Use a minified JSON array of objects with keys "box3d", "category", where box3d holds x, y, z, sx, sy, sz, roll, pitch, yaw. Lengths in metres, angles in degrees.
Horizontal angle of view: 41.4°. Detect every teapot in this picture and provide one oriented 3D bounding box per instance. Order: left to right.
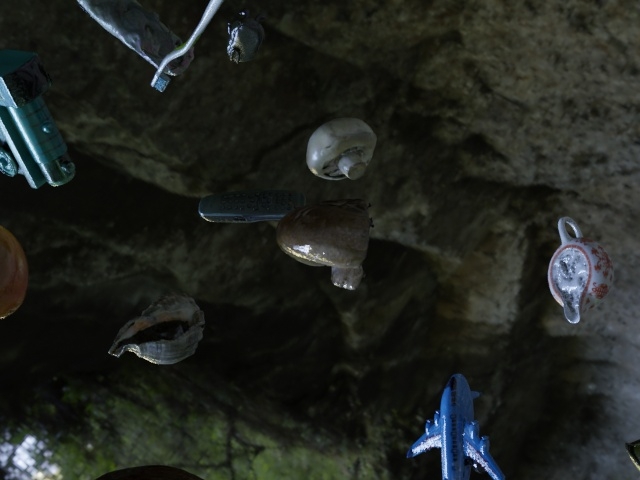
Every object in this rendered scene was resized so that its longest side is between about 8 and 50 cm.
[{"box3d":[0.568,0.063,1.861,0.116,0.245,0.159,0,-28,-21],"category":"teapot"}]

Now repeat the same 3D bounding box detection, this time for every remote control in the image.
[{"box3d":[-0.141,-0.069,1.749,0.042,0.222,0.072,80,-169,-50],"category":"remote control"}]

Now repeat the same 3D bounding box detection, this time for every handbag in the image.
[{"box3d":[-0.141,-0.368,1.554,0.111,0.072,0.047,121,162,-51],"category":"handbag"}]

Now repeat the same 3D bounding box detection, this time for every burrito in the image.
[{"box3d":[-0.401,-0.465,1.846,0.096,0.309,0.066,-49,-13,-14],"category":"burrito"}]

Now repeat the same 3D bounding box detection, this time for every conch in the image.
[{"box3d":[-0.286,0.161,1.542,0.207,0.130,0.155,-12,-11,-47],"category":"conch"}]

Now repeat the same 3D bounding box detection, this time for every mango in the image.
[{"box3d":[-0.729,0.068,1.918,0.102,0.141,0.217,-8,-88,-58],"category":"mango"}]

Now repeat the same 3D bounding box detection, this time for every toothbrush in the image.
[{"box3d":[-0.182,-0.278,1.163,0.263,0.026,0.022,-38,19,53],"category":"toothbrush"}]

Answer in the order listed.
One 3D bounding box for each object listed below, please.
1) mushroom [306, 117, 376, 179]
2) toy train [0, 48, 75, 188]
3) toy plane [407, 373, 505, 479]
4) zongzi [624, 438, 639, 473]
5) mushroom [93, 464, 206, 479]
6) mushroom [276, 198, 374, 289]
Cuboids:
[{"box3d":[0.046,-0.180,1.748,0.154,0.122,0.154,-23,-27,-12],"category":"mushroom"},{"box3d":[-0.589,-0.237,1.676,0.120,0.194,0.298,-49,-42,-35],"category":"toy train"},{"box3d":[0.273,0.400,1.676,0.105,0.254,0.271,10,-93,-36],"category":"toy plane"},{"box3d":[0.477,0.272,0.943,0.205,0.204,0.094,-40,-53,23],"category":"zongzi"},{"box3d":[-0.180,0.425,0.906,0.259,0.345,0.345,-21,-38,-51],"category":"mushroom"},{"box3d":[0.000,0.000,1.429,0.286,0.151,0.156,148,127,-86],"category":"mushroom"}]
